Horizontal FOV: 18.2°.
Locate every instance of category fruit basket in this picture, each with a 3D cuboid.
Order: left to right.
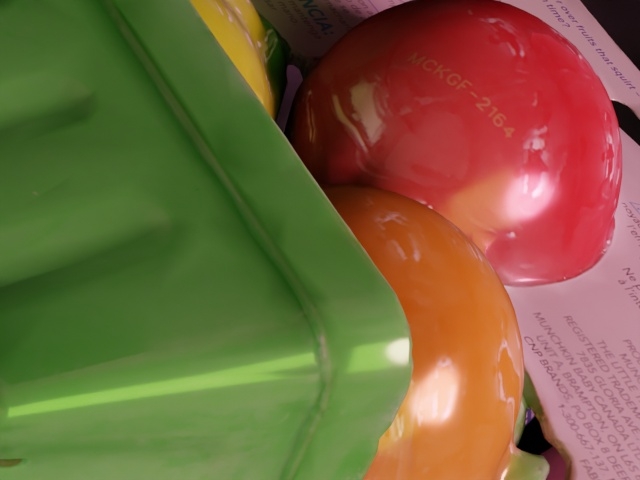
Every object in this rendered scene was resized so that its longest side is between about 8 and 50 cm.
[{"bbox_3d":[0.000,0.000,0.653,0.353,0.327,0.165,-6,138,-38],"label":"fruit basket"}]

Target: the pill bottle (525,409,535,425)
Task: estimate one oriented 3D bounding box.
[{"bbox_3d":[0.056,0.039,0.826,0.169,0.094,0.094,-42,126,-15],"label":"pill bottle"}]

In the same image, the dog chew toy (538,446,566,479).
[{"bbox_3d":[0.220,0.133,0.922,0.332,0.206,0.206,-35,125,-30],"label":"dog chew toy"}]
